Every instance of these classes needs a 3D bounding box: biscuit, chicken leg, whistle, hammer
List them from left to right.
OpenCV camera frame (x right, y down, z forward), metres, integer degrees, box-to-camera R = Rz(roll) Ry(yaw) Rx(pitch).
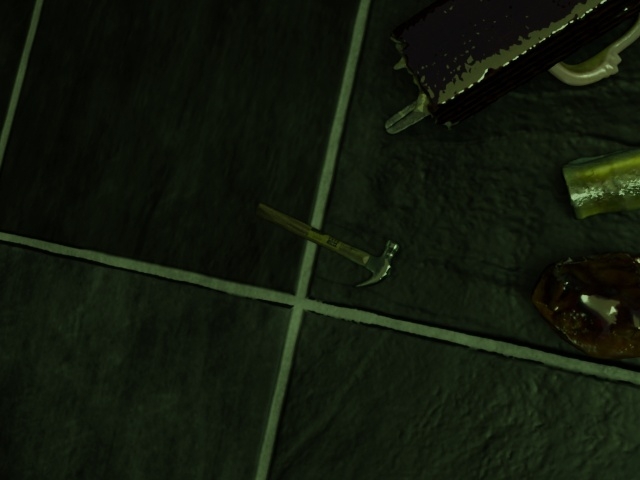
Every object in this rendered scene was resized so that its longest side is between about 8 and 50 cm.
[{"bbox_3d":[0.000,0.000,0.824,0.182,0.017,0.062,24,90,25],"label":"hammer"},{"bbox_3d":[0.191,-0.217,0.728,0.252,0.070,0.106,-32,72,16],"label":"biscuit"},{"bbox_3d":[0.338,0.063,0.629,0.304,0.113,0.093,3,103,20],"label":"chicken leg"},{"bbox_3d":[0.388,-0.077,0.658,0.326,0.057,0.068,-11,77,20],"label":"whistle"}]

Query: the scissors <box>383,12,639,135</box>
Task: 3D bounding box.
[{"bbox_3d":[0.203,-0.201,0.772,0.317,0.024,0.160,-30,73,14],"label":"scissors"}]
